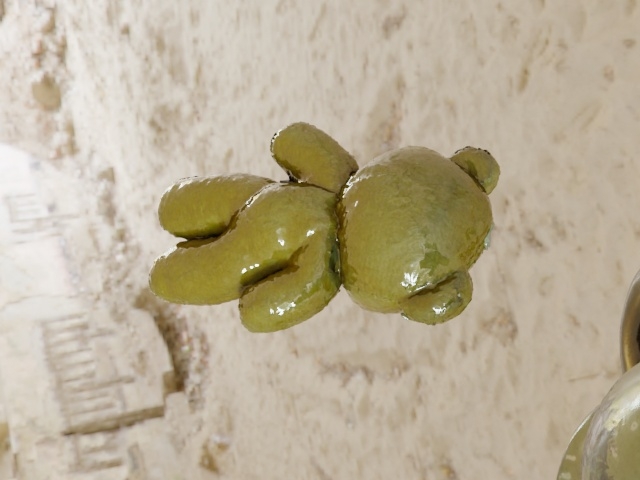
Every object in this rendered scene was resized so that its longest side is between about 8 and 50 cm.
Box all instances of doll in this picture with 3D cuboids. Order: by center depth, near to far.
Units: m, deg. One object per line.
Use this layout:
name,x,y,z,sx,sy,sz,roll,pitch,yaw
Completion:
doll,0.000,0.000,0.569,0.097,0.209,0.137,61,-144,-51

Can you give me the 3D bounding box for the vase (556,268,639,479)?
vase,0.336,0.173,0.868,0.302,0.241,0.329,111,157,-75
